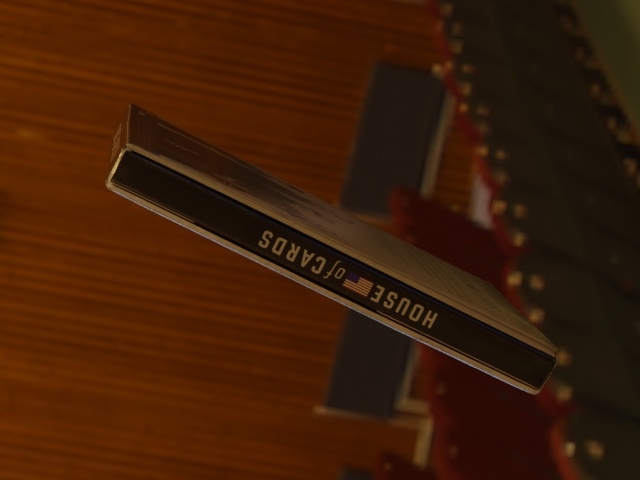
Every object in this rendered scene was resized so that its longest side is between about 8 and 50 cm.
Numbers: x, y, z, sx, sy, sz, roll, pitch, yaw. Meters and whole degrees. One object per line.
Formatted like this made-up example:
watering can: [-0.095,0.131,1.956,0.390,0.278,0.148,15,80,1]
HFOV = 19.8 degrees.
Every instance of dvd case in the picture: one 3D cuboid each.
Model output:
dvd case: [0.000,0.000,0.969,0.030,0.238,0.179,-62,9,6]
